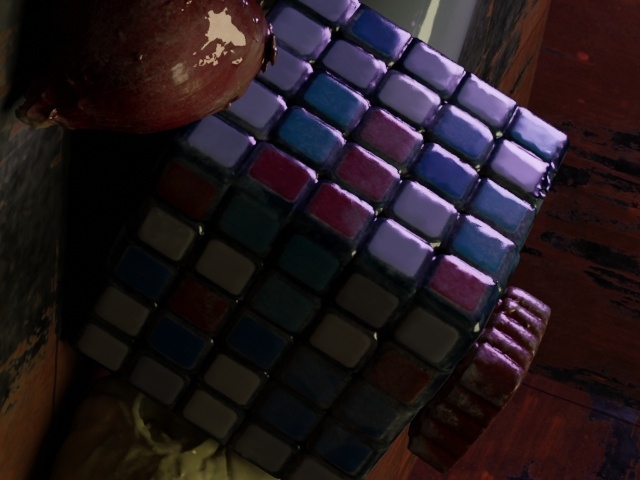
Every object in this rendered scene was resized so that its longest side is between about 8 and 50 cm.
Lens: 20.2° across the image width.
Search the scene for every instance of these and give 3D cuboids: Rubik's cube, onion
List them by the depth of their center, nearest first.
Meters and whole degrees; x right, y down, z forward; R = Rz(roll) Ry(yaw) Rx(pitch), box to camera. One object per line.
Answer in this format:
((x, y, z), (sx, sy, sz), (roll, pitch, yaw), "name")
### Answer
((-0.137, -0.143, 1.292), (0.195, 0.159, 0.159), (-38, 163, -2), "onion")
((0.000, 0.000, 1.543), (0.292, 0.287, 0.293), (-57, 180, -44), "Rubik's cube")

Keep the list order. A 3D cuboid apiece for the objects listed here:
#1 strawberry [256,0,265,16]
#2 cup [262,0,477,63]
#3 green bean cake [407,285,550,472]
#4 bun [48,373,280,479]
((-0.095, -0.190, 1.537), (0.121, 0.082, 0.188), (-60, -177, 25), "strawberry")
((0.079, -0.322, 1.755), (0.205, 0.205, 0.312), (49, 59, -75), "cup")
((0.131, 0.114, 1.516), (0.136, 0.056, 0.135), (-56, 179, 38), "green bean cake")
((-0.143, 0.205, 1.600), (0.153, 0.243, 0.244), (80, 30, -53), "bun")
